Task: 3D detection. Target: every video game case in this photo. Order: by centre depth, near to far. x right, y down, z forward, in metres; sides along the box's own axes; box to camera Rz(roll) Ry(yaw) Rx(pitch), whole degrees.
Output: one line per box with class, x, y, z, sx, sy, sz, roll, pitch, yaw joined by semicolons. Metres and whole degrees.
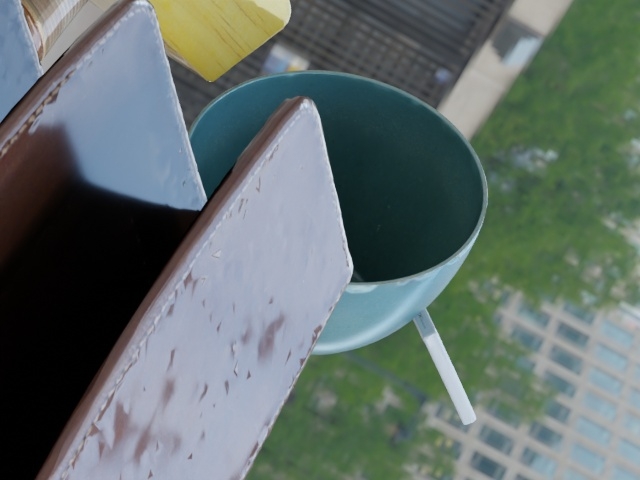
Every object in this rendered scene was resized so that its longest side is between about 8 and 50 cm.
video game case;0.116;0.101;1.616;0.019;0.157;0.143;-25;-137;2

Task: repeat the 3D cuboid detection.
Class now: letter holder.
letter holder;-0.125;0.038;0.544;0.214;0.152;0.302;79;32;-48

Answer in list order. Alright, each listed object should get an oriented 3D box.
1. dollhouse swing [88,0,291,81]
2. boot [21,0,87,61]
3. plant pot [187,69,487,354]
dollhouse swing;-0.165;-0.380;1.472;0.305;0.347;0.315;-52;147;-3
boot;-0.333;-0.177;1.079;0.220;0.283;0.109;-53;173;-38
plant pot;0.000;0.000;1.489;0.195;0.290;0.290;103;8;-45
